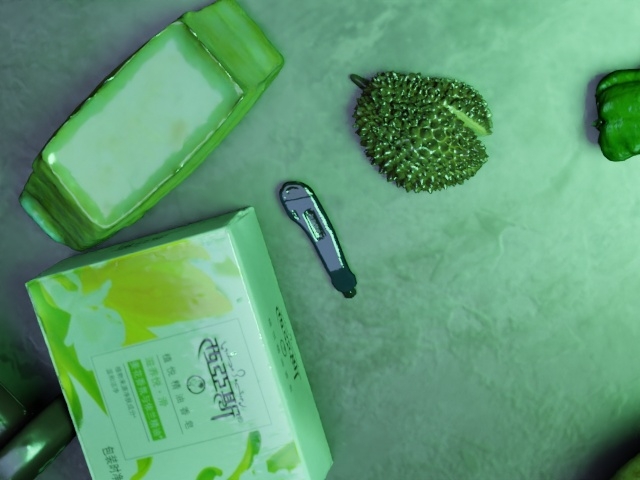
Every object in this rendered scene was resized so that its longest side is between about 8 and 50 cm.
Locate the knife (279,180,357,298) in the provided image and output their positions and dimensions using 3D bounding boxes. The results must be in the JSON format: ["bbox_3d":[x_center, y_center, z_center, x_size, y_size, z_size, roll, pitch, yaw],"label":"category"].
[{"bbox_3d":[0.000,0.000,1.144,0.031,0.018,0.121,-26,97,7],"label":"knife"}]

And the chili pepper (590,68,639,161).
[{"bbox_3d":[0.343,-0.117,1.021,0.253,0.099,0.083,-6,82,11],"label":"chili pepper"}]

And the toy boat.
[{"bbox_3d":[-0.158,-0.093,1.119,0.276,0.084,0.111,-40,94,14],"label":"toy boat"}]

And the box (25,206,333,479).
[{"bbox_3d":[-0.121,0.121,1.143,0.194,0.111,0.260,-16,96,12],"label":"box"}]

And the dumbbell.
[{"bbox_3d":[-0.330,0.129,1.165,0.225,0.124,0.140,45,143,0],"label":"dumbbell"}]

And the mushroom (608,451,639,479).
[{"bbox_3d":[0.346,0.261,1.071,0.278,0.146,0.278,-3,114,-7],"label":"mushroom"}]

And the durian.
[{"bbox_3d":[0.077,-0.098,1.087,0.140,0.071,0.110,36,104,6],"label":"durian"}]
